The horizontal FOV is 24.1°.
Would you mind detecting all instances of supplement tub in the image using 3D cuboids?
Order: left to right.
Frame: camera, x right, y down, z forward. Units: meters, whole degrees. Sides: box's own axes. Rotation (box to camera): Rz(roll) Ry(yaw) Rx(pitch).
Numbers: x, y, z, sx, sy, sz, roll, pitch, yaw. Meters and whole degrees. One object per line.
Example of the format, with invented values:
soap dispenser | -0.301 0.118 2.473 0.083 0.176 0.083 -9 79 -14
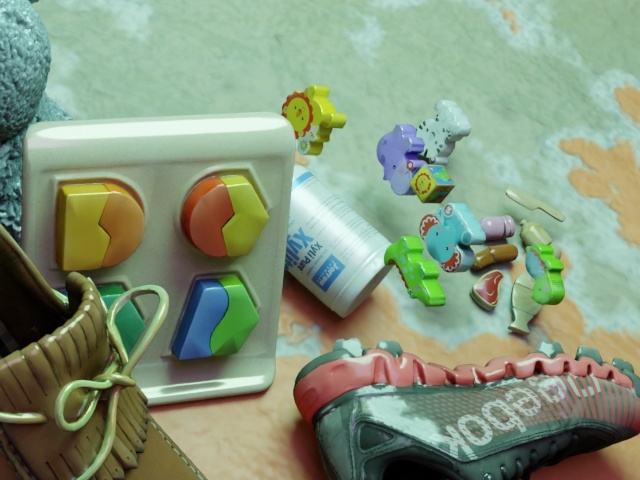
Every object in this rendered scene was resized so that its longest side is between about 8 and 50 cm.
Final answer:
supplement tub | 0.000 0.000 1.151 0.107 0.071 0.071 41 53 10

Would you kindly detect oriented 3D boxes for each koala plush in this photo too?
koala plush | -0.244 -0.102 1.027 0.203 0.221 0.196 20 52 -8

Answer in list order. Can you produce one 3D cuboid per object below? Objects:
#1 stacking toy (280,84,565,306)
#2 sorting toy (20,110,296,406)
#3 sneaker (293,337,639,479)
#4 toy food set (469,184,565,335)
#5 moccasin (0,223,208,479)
stacking toy | 0.082 -0.030 1.172 0.167 0.052 0.221 1 49 -43
sorting toy | -0.110 0.019 1.032 0.193 0.208 0.038 -5 20 -24
sneaker | 0.119 0.146 1.082 0.276 0.097 0.135 2 57 -18
toy food set | 0.156 0.016 1.236 0.078 0.019 0.122 29 60 -1
moccasin | -0.183 0.073 0.934 0.380 0.147 0.139 52 35 -7
